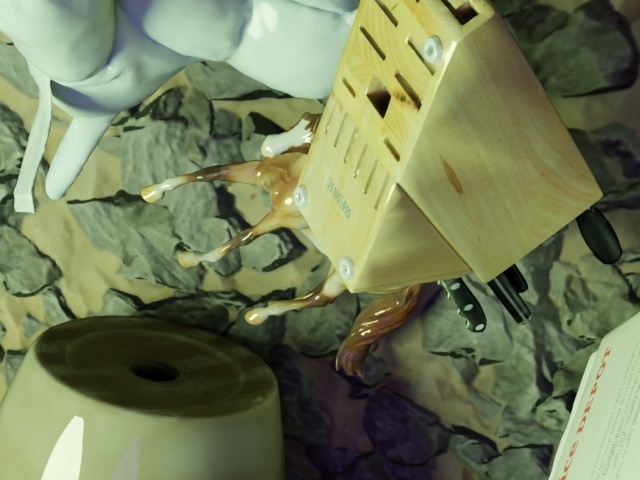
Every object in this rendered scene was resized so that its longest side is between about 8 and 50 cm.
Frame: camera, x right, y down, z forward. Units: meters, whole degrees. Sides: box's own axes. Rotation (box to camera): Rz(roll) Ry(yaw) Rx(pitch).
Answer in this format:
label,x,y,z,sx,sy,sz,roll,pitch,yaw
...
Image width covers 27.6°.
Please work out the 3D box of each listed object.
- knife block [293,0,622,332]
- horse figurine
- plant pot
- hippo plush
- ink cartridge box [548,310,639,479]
label,x,y,z,sx,sy,sz,roll,pitch,yaw
knife block,0.118,-0.057,0.802,0.242,0.088,0.276,-9,138,-29
horse figurine,0.000,0.000,0.927,0.174,0.066,0.263,-21,137,22
plant pot,-0.153,0.220,1.008,0.323,0.323,0.280,13,106,5
hippo plush,-0.064,-0.157,0.770,0.236,0.234,0.294,2,97,-1
ink cartridge box,0.257,0.124,0.822,0.117,0.207,0.283,27,153,-3
